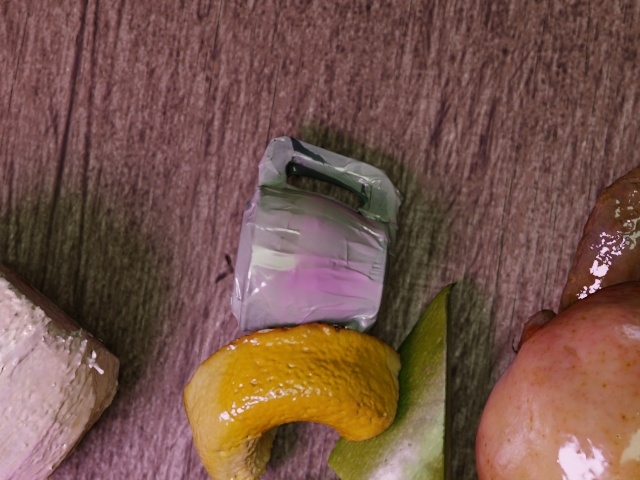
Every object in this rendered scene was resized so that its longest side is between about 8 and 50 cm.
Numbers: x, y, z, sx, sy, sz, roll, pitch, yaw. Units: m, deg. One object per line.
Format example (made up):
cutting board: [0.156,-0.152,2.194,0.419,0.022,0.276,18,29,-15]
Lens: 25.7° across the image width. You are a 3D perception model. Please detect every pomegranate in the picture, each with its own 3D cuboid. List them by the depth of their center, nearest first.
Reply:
pomegranate: [0.303,0.189,1.414,0.338,0.338,0.338,0,87,8]

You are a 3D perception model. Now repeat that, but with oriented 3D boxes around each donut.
donut: [-0.052,0.172,1.516,0.259,0.152,0.101,-26,42,20]

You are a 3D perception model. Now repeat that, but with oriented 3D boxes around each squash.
squash: [0.136,0.189,1.545,0.169,0.093,0.252,34,92,10]

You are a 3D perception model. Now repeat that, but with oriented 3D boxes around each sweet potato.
sweet potato: [0.358,-0.026,1.526,0.341,0.092,0.114,-44,99,5]

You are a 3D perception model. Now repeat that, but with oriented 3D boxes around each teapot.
teapot: [-0.002,0.012,1.567,0.178,0.222,0.163,9,128,-3]

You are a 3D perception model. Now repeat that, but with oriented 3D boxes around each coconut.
coconut: [-0.386,0.153,1.529,0.297,0.297,0.254,38,81,8]
